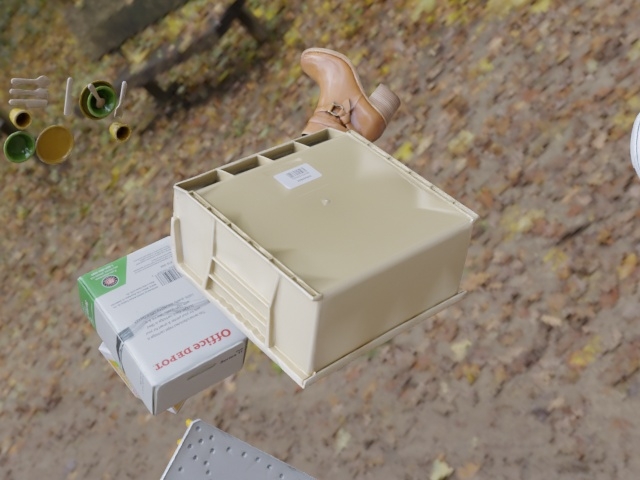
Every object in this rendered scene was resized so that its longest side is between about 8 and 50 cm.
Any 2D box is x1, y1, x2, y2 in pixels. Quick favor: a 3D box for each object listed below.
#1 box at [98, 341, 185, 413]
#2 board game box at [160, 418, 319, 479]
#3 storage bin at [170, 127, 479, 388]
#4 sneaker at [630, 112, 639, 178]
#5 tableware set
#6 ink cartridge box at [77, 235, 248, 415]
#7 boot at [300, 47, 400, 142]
[{"bbox_3d":[-0.336,0.243,1.980,0.114,0.203,0.103,16,59,27],"label":"box"},{"bbox_3d":[-0.234,0.650,2.254,0.050,0.390,0.390,11,70,58],"label":"board game box"},{"bbox_3d":[0.000,0.000,1.156,0.262,0.123,0.260,-25,48,-35],"label":"storage bin"},{"bbox_3d":[0.531,-0.094,1.476,0.091,0.094,0.258,105,161,-68],"label":"sneaker"},{"bbox_3d":[-0.287,-0.134,1.136,0.024,0.154,0.104,31,116,42],"label":"tableware set"},{"bbox_3d":[-0.219,0.116,1.375,0.153,0.087,0.208,-25,59,-27],"label":"ink cartridge box"},{"bbox_3d":[0.013,-0.218,1.598,0.197,0.073,0.152,33,66,19],"label":"boot"}]
